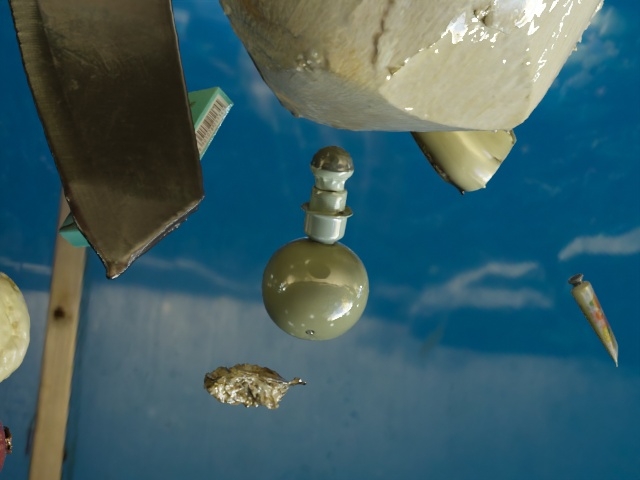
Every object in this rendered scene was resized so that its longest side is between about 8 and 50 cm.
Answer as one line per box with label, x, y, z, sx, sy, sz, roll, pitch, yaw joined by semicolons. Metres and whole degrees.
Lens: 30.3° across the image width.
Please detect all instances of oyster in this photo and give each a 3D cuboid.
oyster;-0.102;0.211;1.738;0.105;0.056;0.177;20;-172;30

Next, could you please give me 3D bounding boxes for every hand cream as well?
hand cream;0.284;0.080;1.213;0.102;0.022;0.035;59;-159;-11

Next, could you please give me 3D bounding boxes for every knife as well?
knife;-0.072;-0.084;0.371;0.060;0.028;0.230;3;-125;-24

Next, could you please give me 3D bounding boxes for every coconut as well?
coconut;0.053;-0.177;0.736;0.245;0.247;0.245;23;-159;-9

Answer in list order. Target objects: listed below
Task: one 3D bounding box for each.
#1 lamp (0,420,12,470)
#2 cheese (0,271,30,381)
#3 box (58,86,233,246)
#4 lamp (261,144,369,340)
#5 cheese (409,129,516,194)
lamp;-0.407;0.240;1.382;0.090;0.101;0.101;-1;-130;-28
cheese;-0.391;0.113;1.123;0.226;0.214;0.117;-32;-80;-46
box;-0.222;-0.093;1.509;0.041;0.162;0.229;48;-124;-33
lamp;0.000;0.000;0.984;0.091;0.163;0.091;6;-163;-2
cheese;0.094;-0.167;1.156;0.251;0.054;0.127;52;-147;-8
